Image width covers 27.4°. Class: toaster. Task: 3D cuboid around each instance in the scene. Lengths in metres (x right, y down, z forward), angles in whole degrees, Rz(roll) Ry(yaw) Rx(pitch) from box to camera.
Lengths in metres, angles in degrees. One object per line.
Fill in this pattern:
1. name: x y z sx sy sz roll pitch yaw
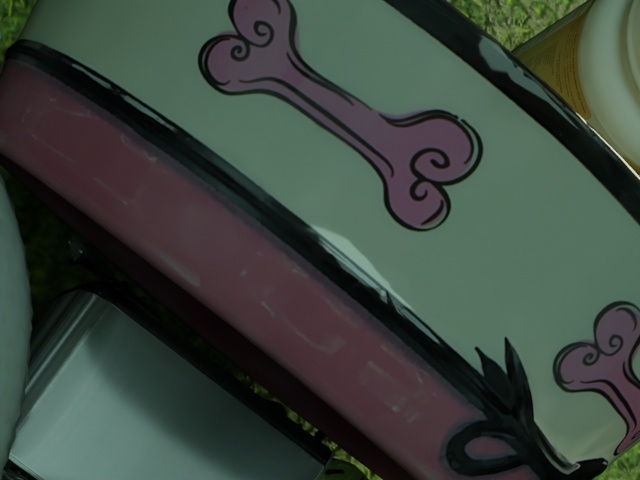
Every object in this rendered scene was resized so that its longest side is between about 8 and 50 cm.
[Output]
1. toaster: -0.109 0.107 0.720 0.186 0.168 0.110 39 67 -11

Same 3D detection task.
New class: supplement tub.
1. supplement tub: 0.211 -0.097 0.884 0.144 0.200 0.144 5 76 -22

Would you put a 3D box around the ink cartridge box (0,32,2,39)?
1. ink cartridge box: -0.257 -0.158 0.784 0.088 0.052 0.122 -20 87 -26

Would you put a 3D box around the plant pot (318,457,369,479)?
1. plant pot: -0.004 0.161 0.801 0.083 0.079 0.083 6 75 -22

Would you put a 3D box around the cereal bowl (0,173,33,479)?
1. cereal bowl: -0.273 0.058 0.622 0.141 0.339 0.339 30 59 -62

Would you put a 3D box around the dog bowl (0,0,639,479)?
1. dog bowl: 0.000 0.000 0.682 0.408 0.408 0.150 41 81 -9
